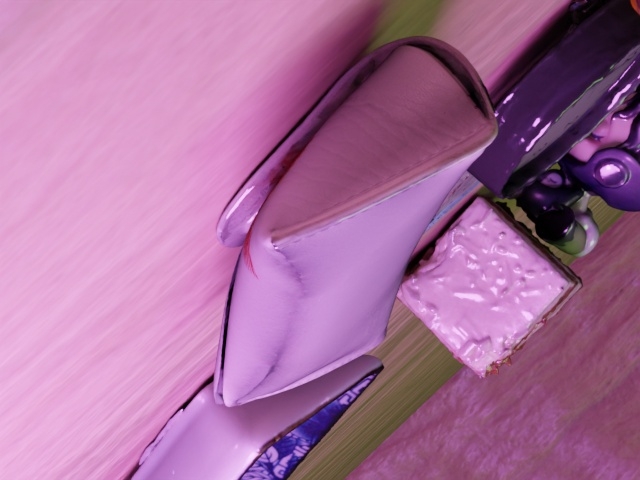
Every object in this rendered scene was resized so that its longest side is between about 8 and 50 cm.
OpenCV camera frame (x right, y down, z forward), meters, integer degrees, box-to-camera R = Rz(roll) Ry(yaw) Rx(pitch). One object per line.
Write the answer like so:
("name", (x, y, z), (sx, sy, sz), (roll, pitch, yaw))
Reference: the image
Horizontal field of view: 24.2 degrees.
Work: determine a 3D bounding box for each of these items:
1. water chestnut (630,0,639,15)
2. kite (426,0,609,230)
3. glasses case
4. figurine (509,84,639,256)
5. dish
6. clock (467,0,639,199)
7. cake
("water chestnut", (0.249, -0.177, 0.654), (0.300, 0.300, 0.300), (-42, 169, -10))
("kite", (0.134, -0.087, 1.106), (0.368, 0.014, 0.406), (-31, 165, -46))
("glasses case", (-0.002, 0.002, 0.774), (0.128, 0.083, 0.308), (-34, 167, -19))
("figurine", (0.293, -0.074, 1.400), (0.222, 0.145, 0.145), (-41, 170, 13))
("dish", (-0.079, 0.169, 1.129), (0.182, 0.080, 0.243), (-29, 160, -55))
("clock", (0.177, -0.103, 1.050), (0.184, 0.040, 0.184), (-41, 169, -9))
("cake", (0.156, 0.044, 1.373), (0.135, 0.134, 0.147), (-47, 175, 6))
